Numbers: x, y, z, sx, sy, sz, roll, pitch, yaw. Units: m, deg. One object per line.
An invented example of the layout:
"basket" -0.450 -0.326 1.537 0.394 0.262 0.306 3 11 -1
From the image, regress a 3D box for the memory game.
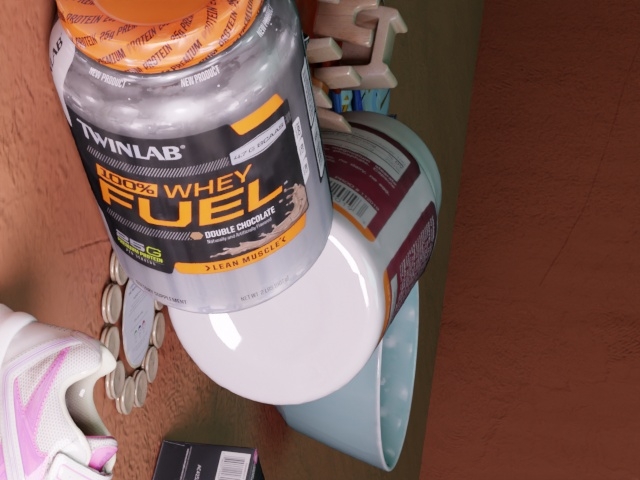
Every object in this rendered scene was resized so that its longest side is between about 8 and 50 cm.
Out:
"memory game" -0.178 0.073 1.711 0.186 0.012 0.186 4 90 -78

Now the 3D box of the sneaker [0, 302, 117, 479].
"sneaker" -0.209 0.175 1.328 0.103 0.111 0.252 13 81 -79

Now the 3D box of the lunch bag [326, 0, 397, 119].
"lunch bag" 0.021 -0.190 2.378 0.303 0.115 0.243 78 21 -49

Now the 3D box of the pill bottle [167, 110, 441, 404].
"pill bottle" 0.000 0.000 1.922 0.392 0.224 0.224 -51 143 -66

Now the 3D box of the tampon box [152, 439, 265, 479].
"tampon box" -0.114 0.299 1.870 0.161 0.101 0.120 78 20 -55

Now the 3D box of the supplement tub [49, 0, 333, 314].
"supplement tub" -0.107 -0.109 1.514 0.338 0.207 0.207 78 19 -52

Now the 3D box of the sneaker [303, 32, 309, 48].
"sneaker" -0.071 -0.216 1.692 0.130 0.147 0.330 -31 131 -34

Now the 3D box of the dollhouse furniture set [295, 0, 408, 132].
"dollhouse furniture set" -0.006 -0.246 1.949 0.259 0.135 0.262 43 55 -66

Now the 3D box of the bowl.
"bowl" 0.027 0.143 2.375 0.311 0.163 0.311 3 90 -79
